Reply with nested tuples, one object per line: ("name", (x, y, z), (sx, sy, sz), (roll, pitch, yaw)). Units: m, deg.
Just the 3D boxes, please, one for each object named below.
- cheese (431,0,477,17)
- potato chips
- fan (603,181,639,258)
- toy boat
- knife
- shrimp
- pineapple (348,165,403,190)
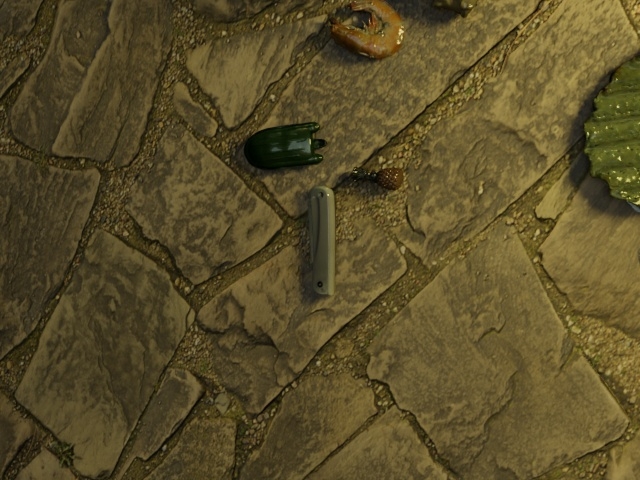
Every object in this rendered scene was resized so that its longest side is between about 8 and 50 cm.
("cheese", (0.272, -0.592, 1.427), (0.202, 0.091, 0.175), (23, 101, 13))
("potato chips", (0.759, -0.256, 1.342), (0.429, 0.070, 0.358), (-9, 95, 15))
("fan", (0.733, -0.019, 1.399), (0.329, 0.009, 0.191), (46, 104, 6))
("toy boat", (-0.089, -0.224, 1.574), (0.210, 0.052, 0.104), (-6, 96, 16))
("knife", (0.003, 0.001, 1.578), (0.073, 0.040, 0.265), (0, 95, 26))
("shrimp", (0.103, -0.490, 1.507), (0.187, 0.051, 0.132), (17, 87, 5))
("pineapple", (0.129, -0.151, 1.527), (0.124, 0.058, 0.058), (13, 98, 20))
